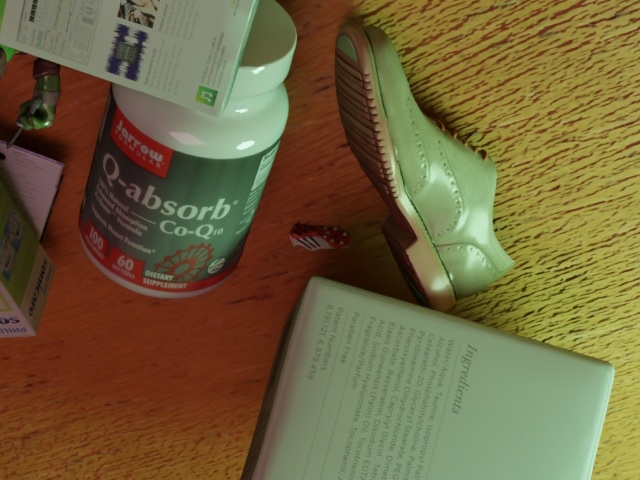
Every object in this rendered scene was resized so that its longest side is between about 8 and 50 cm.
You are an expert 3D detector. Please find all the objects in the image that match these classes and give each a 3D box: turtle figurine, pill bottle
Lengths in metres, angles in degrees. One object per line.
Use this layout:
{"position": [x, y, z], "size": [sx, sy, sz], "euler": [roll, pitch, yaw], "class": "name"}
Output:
{"position": [-0.402, -0.198, 1.900], "size": [0.275, 0.266, 0.197], "euler": [-19, 95, 20], "class": "turtle figurine"}
{"position": [-0.157, -0.121, 1.968], "size": [0.210, 0.210, 0.363], "euler": [17, 132, -3], "class": "pill bottle"}

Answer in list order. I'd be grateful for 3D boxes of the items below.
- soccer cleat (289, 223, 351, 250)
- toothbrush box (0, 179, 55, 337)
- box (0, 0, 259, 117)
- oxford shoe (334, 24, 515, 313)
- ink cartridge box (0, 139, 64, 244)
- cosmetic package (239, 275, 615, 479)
{"position": [0.000, 0.000, 2.165], "size": [0.083, 0.029, 0.035], "euler": [8, 141, 9], "class": "soccer cleat"}
{"position": [-0.495, 0.001, 2.124], "size": [0.206, 0.122, 0.283], "euler": [-4, 142, 16], "class": "toothbrush box"}
{"position": [-0.221, -0.278, 1.704], "size": [0.322, 0.058, 0.232], "euler": [18, 128, -3], "class": "box"}
{"position": [0.125, -0.101, 2.009], "size": [0.147, 0.140, 0.397], "euler": [-25, 122, -7], "class": "oxford shoe"}
{"position": [-0.449, -0.075, 2.178], "size": [0.206, 0.045, 0.208], "euler": [21, 133, -7], "class": "ink cartridge box"}
{"position": [0.114, 0.275, 2.105], "size": [0.394, 0.327, 0.329], "euler": [16, 166, -2], "class": "cosmetic package"}
